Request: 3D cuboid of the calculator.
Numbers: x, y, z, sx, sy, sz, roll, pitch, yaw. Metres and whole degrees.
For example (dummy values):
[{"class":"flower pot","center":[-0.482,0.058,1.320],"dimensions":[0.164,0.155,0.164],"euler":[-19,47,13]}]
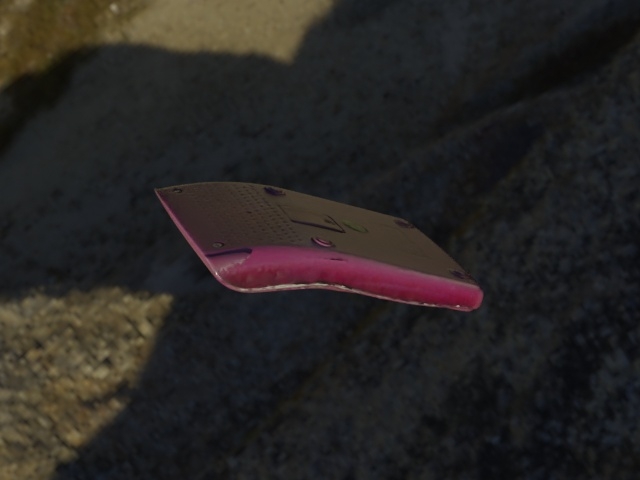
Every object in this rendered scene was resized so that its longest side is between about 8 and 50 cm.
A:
[{"class":"calculator","center":[0.000,0.000,0.895],"dimensions":[0.126,0.190,0.034],"euler":[45,123,58]}]
